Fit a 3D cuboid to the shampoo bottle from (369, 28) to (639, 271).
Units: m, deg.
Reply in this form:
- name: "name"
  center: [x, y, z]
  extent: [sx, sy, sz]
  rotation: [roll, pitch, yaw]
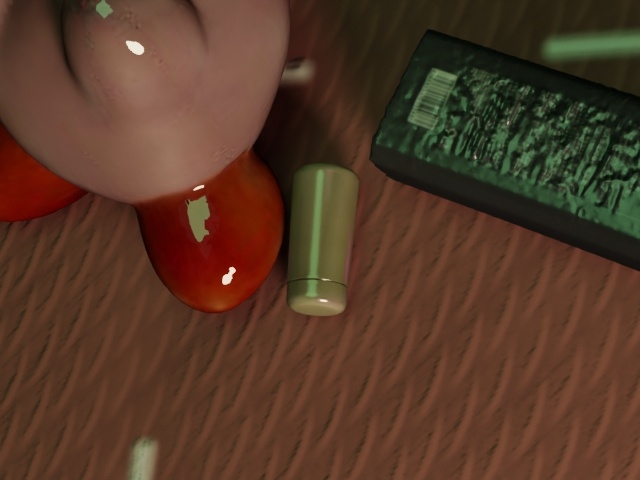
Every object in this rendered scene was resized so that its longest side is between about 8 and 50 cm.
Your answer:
- name: "shampoo bottle"
  center: [0.185, -0.038, 1.088]
  extent: [0.309, 0.071, 0.098]
  rotation: [22, 80, 27]

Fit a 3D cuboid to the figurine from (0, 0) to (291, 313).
- name: "figurine"
  center: [-0.126, -0.132, 1.182]
  extent: [0.269, 0.261, 0.211]
  rotation: [20, 53, 27]

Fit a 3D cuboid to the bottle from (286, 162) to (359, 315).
- name: "bottle"
  center: [0.000, 0.000, 1.164]
  extent: [0.045, 0.045, 0.096]
  rotation: [-1, 73, 21]
